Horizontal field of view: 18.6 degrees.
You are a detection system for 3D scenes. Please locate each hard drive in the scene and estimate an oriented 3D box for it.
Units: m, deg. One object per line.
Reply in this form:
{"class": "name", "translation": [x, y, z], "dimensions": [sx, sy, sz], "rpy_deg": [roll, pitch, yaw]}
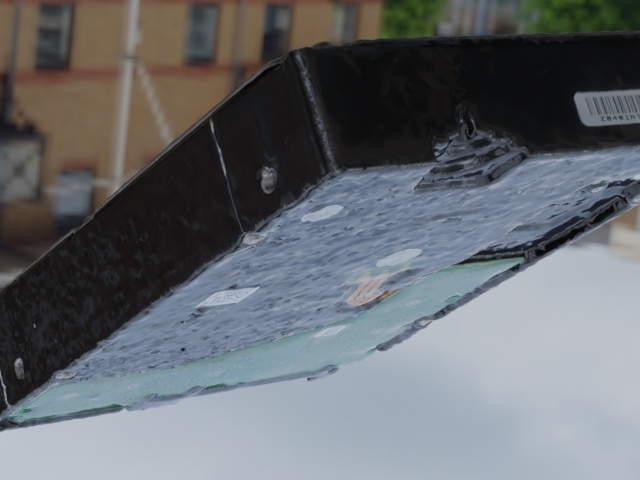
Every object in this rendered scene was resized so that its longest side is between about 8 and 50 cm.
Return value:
{"class": "hard drive", "translation": [0.000, 0.000, 0.921], "dimensions": [0.237, 0.064, 0.339], "rpy_deg": [-6, 162, -36]}
